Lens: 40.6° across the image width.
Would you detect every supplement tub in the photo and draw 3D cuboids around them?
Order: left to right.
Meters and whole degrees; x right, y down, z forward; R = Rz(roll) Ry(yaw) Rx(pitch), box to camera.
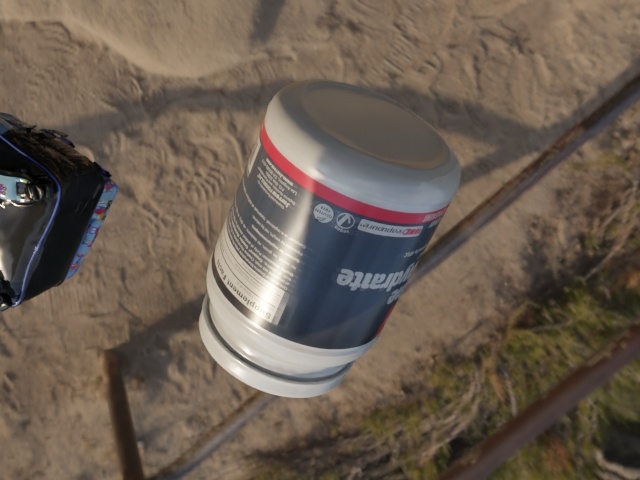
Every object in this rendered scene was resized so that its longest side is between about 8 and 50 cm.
[{"bbox_3d":[0.000,0.000,0.849,0.191,0.191,0.272,8,124,-26],"label":"supplement tub"}]

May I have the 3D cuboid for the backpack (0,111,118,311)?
[{"bbox_3d":[-0.300,-0.045,0.805,0.173,0.117,0.158,34,115,12],"label":"backpack"}]
